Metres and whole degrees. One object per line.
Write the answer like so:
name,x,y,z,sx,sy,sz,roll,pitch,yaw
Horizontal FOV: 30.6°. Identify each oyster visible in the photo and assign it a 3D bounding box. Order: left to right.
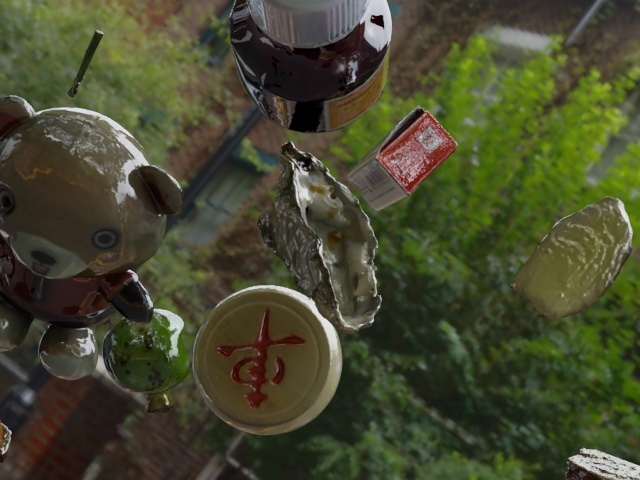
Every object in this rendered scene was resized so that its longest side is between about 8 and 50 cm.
oyster,-0.004,0.003,1.758,0.166,0.110,0.341,-8,55,-43

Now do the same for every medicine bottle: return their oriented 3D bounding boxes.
medicine bottle,-0.011,-0.307,1.651,0.242,0.242,0.395,36,-9,5

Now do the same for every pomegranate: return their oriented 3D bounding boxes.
pomegranate,-0.280,0.192,1.857,0.143,0.169,0.122,0,-6,23

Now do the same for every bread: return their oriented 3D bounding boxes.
bread,0.364,0.369,1.501,0.103,0.172,0.132,-5,14,-45

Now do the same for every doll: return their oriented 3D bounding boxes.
doll,-0.269,-0.001,1.266,0.235,0.174,0.330,27,-46,3

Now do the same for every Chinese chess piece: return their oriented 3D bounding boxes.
Chinese chess piece,-0.089,0.199,1.948,0.251,0.250,0.097,36,-4,9

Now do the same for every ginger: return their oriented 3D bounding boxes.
ginger,0.366,0.028,1.663,0.115,0.193,0.122,44,2,9

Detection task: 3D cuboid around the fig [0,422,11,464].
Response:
fig,-0.702,0.381,2.285,0.205,0.205,0.205,36,-13,9

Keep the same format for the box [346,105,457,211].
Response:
box,0.134,-0.136,1.996,0.099,0.133,0.182,46,-16,-4

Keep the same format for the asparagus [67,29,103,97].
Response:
asparagus,-0.394,-0.293,1.955,0.015,0.127,0.018,32,20,4
